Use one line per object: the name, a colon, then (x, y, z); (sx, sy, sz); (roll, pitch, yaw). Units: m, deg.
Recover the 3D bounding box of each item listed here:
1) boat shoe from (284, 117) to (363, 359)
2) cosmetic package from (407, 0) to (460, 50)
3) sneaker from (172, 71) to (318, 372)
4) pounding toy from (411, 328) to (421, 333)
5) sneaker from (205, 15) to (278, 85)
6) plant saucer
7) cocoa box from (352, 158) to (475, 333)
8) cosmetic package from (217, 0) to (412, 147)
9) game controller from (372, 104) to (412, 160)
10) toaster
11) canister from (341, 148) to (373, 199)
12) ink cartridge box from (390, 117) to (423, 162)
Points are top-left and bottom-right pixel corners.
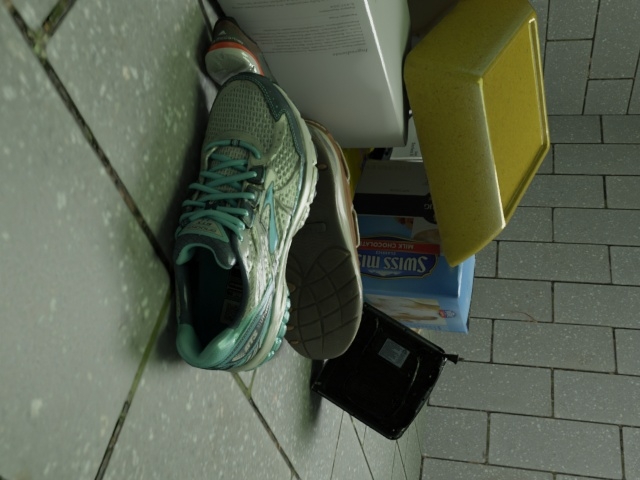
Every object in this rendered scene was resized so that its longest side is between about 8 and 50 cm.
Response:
boat shoe: (0.000, 0.000, 0.869); (0.116, 0.123, 0.324); (-61, 152, -63)
cosmetic package: (0.194, -0.476, 1.106); (0.113, 0.160, 0.309); (-45, 120, -46)
sneaker: (-0.074, -0.017, 0.614); (0.122, 0.110, 0.282); (6, 87, -72)
pounding toy: (0.194, 0.192, 1.696); (0.141, 0.100, 0.130); (-42, 133, -55)
sneaker: (-0.069, -0.171, 0.702); (0.158, 0.061, 0.064); (60, 26, -67)
plant saucer: (0.254, -0.180, 0.993); (0.333, 0.081, 0.332); (-50, 133, -39)
cocoa box: (0.159, 0.024, 1.234); (0.347, 0.232, 0.227); (50, 47, -68)
cosmetic package: (0.013, -0.269, 0.790); (0.365, 0.155, 0.196); (57, 35, -66)
game controller: (0.144, -0.261, 1.340); (0.319, 0.067, 0.166); (106, 4, -78)
toaster: (0.106, 0.209, 1.092); (0.168, 0.186, 0.110); (-60, 168, 0)
canister: (0.033, -0.147, 1.049); (0.169, 0.074, 0.126); (-70, 157, -45)
ink cartridge box: (0.219, -0.167, 1.654); (0.272, 0.115, 0.198); (75, 22, -48)
